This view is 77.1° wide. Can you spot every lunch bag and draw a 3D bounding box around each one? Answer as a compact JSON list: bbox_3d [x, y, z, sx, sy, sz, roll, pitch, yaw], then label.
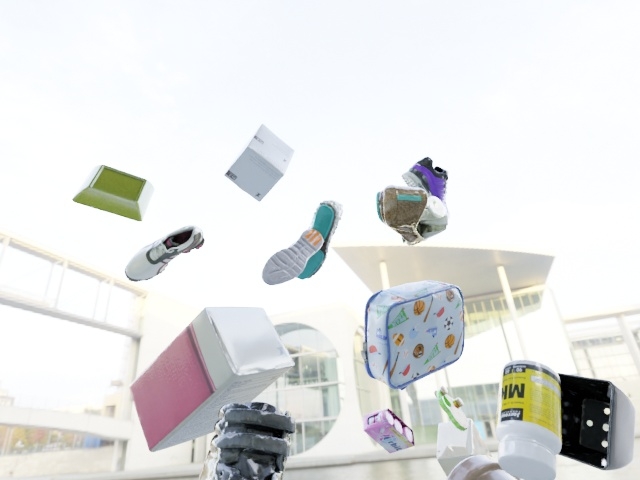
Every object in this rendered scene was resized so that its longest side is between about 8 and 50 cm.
[{"bbox_3d":[0.236,0.236,1.019,0.303,0.243,0.115,-8,10,-32],"label":"lunch bag"}]

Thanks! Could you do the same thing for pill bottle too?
[{"bbox_3d":[0.424,0.362,0.820,0.119,0.208,0.119,15,-45,16],"label":"pill bottle"}]

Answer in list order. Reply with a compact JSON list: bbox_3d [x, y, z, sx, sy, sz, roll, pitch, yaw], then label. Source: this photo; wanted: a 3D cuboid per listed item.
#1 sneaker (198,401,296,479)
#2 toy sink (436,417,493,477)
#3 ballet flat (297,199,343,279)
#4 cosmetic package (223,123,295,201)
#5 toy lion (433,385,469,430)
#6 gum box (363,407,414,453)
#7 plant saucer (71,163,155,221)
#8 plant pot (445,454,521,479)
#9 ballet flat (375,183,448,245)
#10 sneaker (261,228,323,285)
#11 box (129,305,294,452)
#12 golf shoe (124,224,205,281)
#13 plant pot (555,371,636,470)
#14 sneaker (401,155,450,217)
[{"bbox_3d":[-0.069,0.235,0.371,0.104,0.147,0.296,17,-13,-13],"label":"sneaker"},{"bbox_3d":[0.499,0.759,1.368,0.131,0.153,0.234,-25,-76,27],"label":"toy sink"},{"bbox_3d":[0.000,0.000,1.755,0.147,0.147,0.409,11,-58,-28],"label":"ballet flat"},{"bbox_3d":[-0.203,-0.263,1.362,0.151,0.184,0.151,37,-54,-19],"label":"cosmetic package"},{"bbox_3d":[0.351,0.451,1.067,0.100,0.096,0.034,39,-66,-12],"label":"toy lion"},{"bbox_3d":[0.246,0.690,1.462,0.107,0.062,0.188,-31,-63,24],"label":"gum box"},{"bbox_3d":[-0.602,-0.154,1.194,0.188,0.188,0.045,18,-55,-21],"label":"plant saucer"},{"bbox_3d":[0.425,0.650,0.879,0.263,0.263,0.229,9,-9,-25],"label":"plant pot"},{"bbox_3d":[0.224,-0.055,0.916,0.124,0.116,0.342,-4,-12,21],"label":"ballet flat"},{"bbox_3d":[-0.122,0.094,1.577,0.321,0.124,0.180,-38,-6,-38],"label":"sneaker"},{"bbox_3d":[-0.189,0.231,0.692,0.232,0.127,0.148,-44,-29,18],"label":"box"},{"bbox_3d":[-0.501,0.029,1.271,0.273,0.105,0.120,-35,-5,-16],"label":"golf shoe"},{"bbox_3d":[0.652,0.440,0.981,0.167,0.188,0.187,23,-18,-24],"label":"plant pot"},{"bbox_3d":[0.426,-0.190,1.471,0.146,0.102,0.293,-49,-54,-4],"label":"sneaker"}]
